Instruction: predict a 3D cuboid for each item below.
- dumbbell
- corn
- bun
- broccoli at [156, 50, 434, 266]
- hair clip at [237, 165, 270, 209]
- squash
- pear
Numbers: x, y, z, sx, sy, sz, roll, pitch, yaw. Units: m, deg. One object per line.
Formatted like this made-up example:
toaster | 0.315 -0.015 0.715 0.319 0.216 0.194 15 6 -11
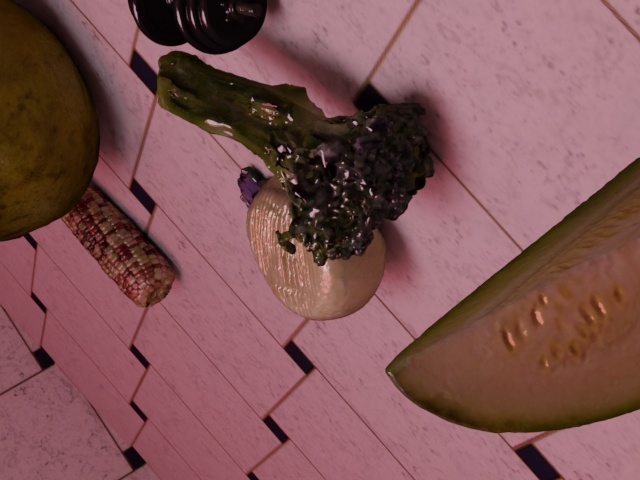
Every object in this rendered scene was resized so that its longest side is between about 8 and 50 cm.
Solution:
dumbbell | -0.123 -0.234 1.289 0.208 0.099 0.099 20 142 48
corn | -0.323 -0.004 2.037 0.253 0.086 0.086 46 157 18
bun | 0.000 0.000 1.423 0.188 0.111 0.164 19 125 56
broccoli | -0.043 -0.102 1.243 0.304 0.165 0.145 30 164 30
hair clip | -0.044 0.000 1.569 0.195 0.052 0.124 57 151 -1
squash | 0.213 0.040 0.841 0.111 0.289 0.203 58 157 -13
pear | -0.476 -0.167 1.772 0.352 0.352 0.413 29 159 41
